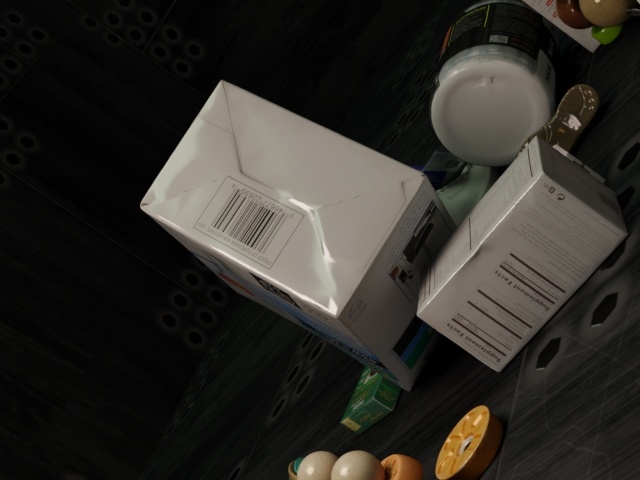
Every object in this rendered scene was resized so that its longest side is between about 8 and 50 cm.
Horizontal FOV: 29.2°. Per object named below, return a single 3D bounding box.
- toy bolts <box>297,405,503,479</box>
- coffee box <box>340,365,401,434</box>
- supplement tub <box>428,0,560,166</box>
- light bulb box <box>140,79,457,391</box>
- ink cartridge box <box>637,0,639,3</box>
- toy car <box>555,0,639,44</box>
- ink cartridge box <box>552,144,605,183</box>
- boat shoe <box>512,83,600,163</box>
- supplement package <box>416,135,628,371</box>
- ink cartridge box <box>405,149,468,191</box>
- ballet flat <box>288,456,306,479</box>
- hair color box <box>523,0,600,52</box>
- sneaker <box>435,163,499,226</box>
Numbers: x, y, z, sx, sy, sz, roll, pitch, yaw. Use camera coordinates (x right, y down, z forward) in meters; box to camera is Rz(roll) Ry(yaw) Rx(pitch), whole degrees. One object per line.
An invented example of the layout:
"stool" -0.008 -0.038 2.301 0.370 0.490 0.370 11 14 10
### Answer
"toy bolts" 0.078 0.266 1.428 0.228 0.158 0.218 -42 16 56
"coffee box" 0.101 0.205 1.909 0.113 0.040 0.184 -46 13 49
"supplement tub" 0.303 -0.286 2.097 0.207 0.207 0.338 -49 11 33
"light bulb box" 0.000 0.000 1.754 0.225 0.358 0.361 -57 -28 -9
"ink cartridge box" 0.509 -0.530 1.567 0.166 0.285 0.395 -6 -33 -44
"toy car" 0.453 -0.390 1.909 0.149 0.155 0.188 -54 19 7
"ink cartridge box" 0.331 -0.089 1.634 0.028 0.083 0.048 -58 9 -18
"boat shoe" 0.356 -0.151 1.834 0.178 0.064 0.060 -52 -21 11
"supplement package" 0.246 0.017 1.532 0.244 0.134 0.139 -51 10 23
"ink cartridge box" 0.181 -0.081 2.145 0.206 0.045 0.208 -3 -50 -59
"ballet flat" -0.012 0.375 1.790 0.232 0.080 0.073 -162 91 -82
"hair color box" 0.415 -0.401 2.048 0.093 0.167 0.053 -53 10 14
"sneaker" 0.209 -0.062 2.055 0.106 0.123 0.290 -47 11 51
